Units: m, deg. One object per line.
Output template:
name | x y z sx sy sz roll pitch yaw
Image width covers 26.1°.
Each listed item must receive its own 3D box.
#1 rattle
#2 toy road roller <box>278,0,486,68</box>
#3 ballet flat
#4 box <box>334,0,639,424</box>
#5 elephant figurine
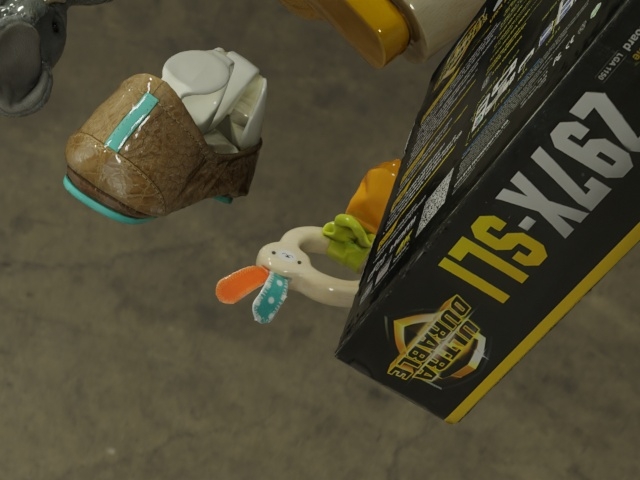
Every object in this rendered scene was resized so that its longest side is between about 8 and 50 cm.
rattle | 0.000 0.000 1.425 0.200 0.142 0.130 0 52 -38
toy road roller | 0.050 -0.324 1.564 0.202 0.240 0.329 -39 74 -15
ballet flat | -0.102 -0.092 1.082 0.116 0.124 0.342 33 10 6
box | 0.135 -0.098 0.658 0.079 0.322 0.257 31 42 -6
elephant figurine | -0.324 -0.195 1.358 0.239 0.186 0.169 20 38 -40
